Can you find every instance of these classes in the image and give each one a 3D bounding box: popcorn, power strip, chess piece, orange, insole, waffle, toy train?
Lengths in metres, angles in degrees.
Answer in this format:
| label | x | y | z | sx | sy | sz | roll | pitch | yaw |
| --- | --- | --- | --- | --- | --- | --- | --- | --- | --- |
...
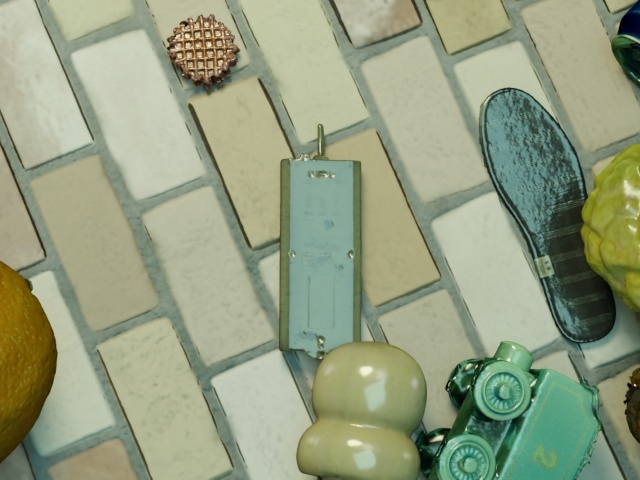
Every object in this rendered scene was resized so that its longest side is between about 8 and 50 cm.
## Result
| label | x | y | z | sx | sy | sz | roll | pitch | yaw |
| --- | --- | --- | --- | --- | --- | --- | --- | --- | --- |
| popcorn | 0.400 | 0.000 | 1.475 | 0.259 | 0.212 | 0.259 | 0 | 90 | 5 |
| power strip | 0.000 | 0.000 | 1.527 | 0.092 | 0.034 | 0.268 | 1 | 83 | -4 |
| chess piece | 0.034 | 0.255 | 1.444 | 0.167 | 0.167 | 0.299 | 10 | 78 | -4 |
| orange | -0.393 | 0.125 | 1.370 | 0.264 | 0.264 | 0.264 | 1 | 83 | -5 |
| insole | 0.262 | -0.031 | 1.567 | 0.110 | 0.012 | 0.309 | -15 | 84 | -8 |
| waffle | -0.132 | -0.214 | 1.546 | 0.083 | 0.029 | 0.075 | 45 | 84 | -1 |
| toy train | 0.204 | 0.220 | 1.483 | 0.163 | 0.112 | 0.203 | 28 | 83 | -8 |

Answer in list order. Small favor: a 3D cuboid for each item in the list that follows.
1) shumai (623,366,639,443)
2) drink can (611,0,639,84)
| label | x | y | z | sx | sy | sz | roll | pitch | yaw |
| --- | --- | --- | --- | --- | --- | --- | --- | --- | --- |
| shumai | 0.461 | 0.184 | 1.504 | 0.218 | 0.184 | 0.185 | 16 | 37 | 23 |
| drink can | 0.434 | -0.266 | 1.560 | 0.118 | 0.118 | 0.205 | 44 | 83 | 1 |
